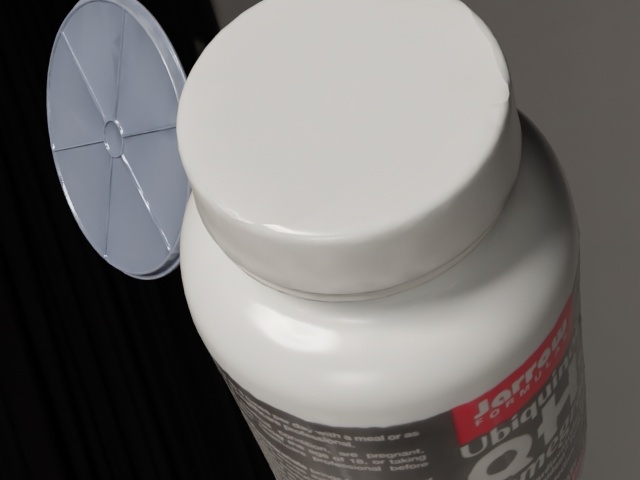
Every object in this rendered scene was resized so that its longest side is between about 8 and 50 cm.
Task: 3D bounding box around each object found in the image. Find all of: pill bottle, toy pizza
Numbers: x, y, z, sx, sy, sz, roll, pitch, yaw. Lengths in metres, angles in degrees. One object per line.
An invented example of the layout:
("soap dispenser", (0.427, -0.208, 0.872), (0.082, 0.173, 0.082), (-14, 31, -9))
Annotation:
("pill bottle", (0.035, 0.031, 0.643), (0.176, 0.176, 0.318), (-19, -34, 0))
("toy pizza", (-0.130, -0.073, 0.943), (0.032, 0.201, 0.201), (-14, -5, -36))
